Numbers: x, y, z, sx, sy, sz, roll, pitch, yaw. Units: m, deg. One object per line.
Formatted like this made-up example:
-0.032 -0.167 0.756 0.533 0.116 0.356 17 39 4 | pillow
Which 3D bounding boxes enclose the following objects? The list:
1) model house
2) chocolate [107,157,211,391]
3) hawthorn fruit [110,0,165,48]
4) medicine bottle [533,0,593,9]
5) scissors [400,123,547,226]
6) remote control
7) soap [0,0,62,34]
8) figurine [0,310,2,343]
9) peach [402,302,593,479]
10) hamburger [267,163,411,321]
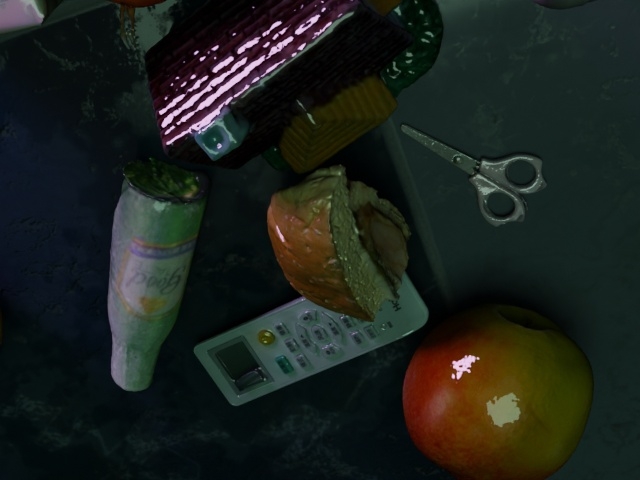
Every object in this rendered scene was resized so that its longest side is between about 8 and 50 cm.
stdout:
-0.020 -0.179 1.352 0.280 0.249 0.230 -36 110 18 | model house
-0.210 0.052 1.556 0.110 0.110 0.291 12 117 -3 | chocolate
-0.190 -0.333 1.317 0.211 0.211 0.299 13 125 -4 | hawthorn fruit
0.319 -0.382 1.242 0.306 0.245 0.245 -20 113 2 | medicine bottle
0.175 -0.090 1.517 0.189 0.015 0.100 29 112 -9 | scissors
-0.012 0.112 1.602 0.293 0.051 0.103 -25 111 18 | remote control
-0.375 -0.293 1.350 0.199 0.182 0.138 -11 113 8 | soap
-0.495 0.073 1.545 0.192 0.167 0.257 -37 85 22 | figurine
0.214 0.188 1.544 0.230 0.231 0.231 1 116 2 | peach
0.000 0.000 1.449 0.155 0.207 0.135 8 74 22 | hamburger
